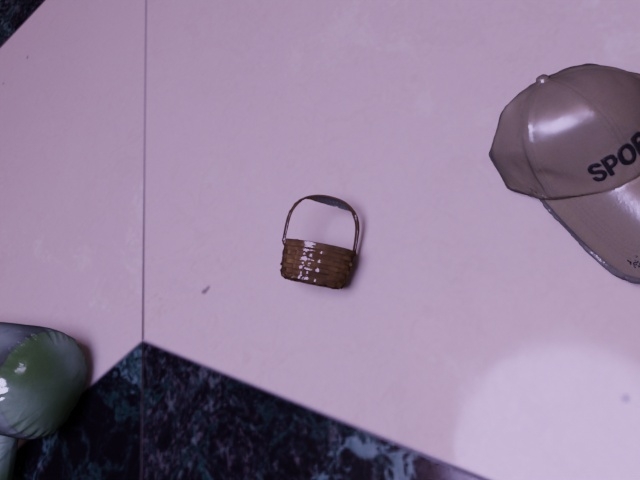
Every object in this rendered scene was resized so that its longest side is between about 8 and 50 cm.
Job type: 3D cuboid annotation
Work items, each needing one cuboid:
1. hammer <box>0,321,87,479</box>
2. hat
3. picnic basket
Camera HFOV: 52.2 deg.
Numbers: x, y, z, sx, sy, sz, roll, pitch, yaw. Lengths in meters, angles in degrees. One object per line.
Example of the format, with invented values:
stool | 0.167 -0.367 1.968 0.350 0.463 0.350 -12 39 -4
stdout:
hammer | -0.365 0.255 0.700 0.206 0.119 0.336 -1 79 30
hat | 0.227 -0.059 0.486 0.147 0.085 0.175 -39 58 11
picnic basket | 0.000 0.000 0.601 0.072 0.072 0.084 9 87 31
